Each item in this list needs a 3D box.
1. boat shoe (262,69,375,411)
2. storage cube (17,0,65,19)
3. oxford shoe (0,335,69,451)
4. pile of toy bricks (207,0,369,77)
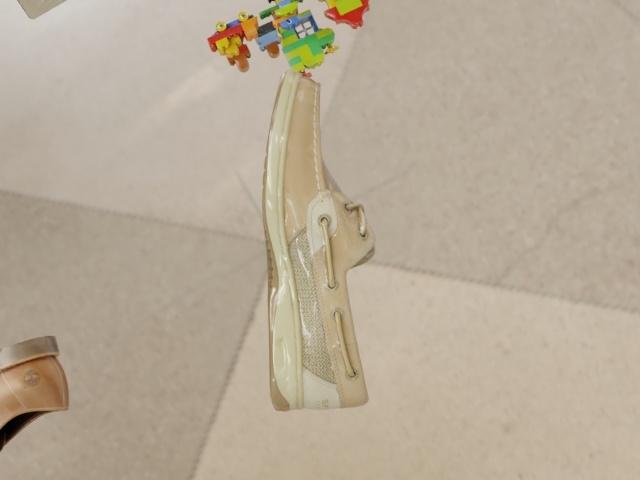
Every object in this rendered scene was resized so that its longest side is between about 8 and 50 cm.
[{"bbox_3d":[0.000,0.000,1.513,0.110,0.341,0.121,-1,6,1],"label":"boat shoe"},{"bbox_3d":[-0.274,-0.368,1.494,0.183,0.215,0.193,-29,80,-4],"label":"storage cube"},{"bbox_3d":[-0.305,0.152,1.257,0.212,0.076,0.076,-23,81,17],"label":"oxford shoe"},{"bbox_3d":[-0.031,-0.259,1.944,0.212,0.118,0.105,-25,80,-3],"label":"pile of toy bricks"}]
